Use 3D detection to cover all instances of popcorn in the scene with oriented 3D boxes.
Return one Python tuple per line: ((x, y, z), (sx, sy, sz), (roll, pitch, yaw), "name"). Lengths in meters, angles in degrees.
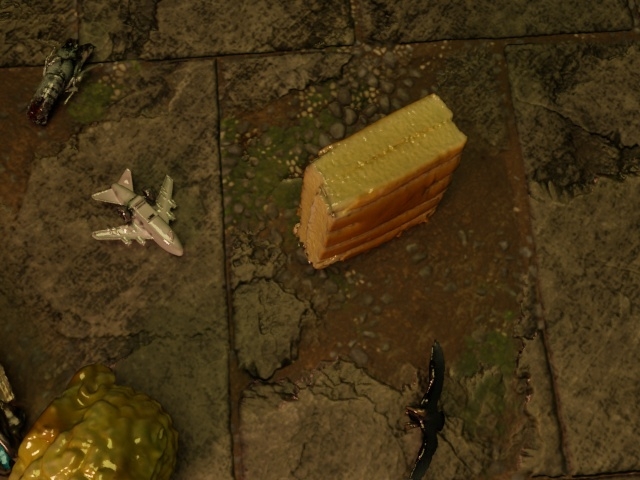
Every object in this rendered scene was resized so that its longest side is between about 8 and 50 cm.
((-0.319, 0.302, 1.197), (0.237, 0.206, 0.251), (-28, 62, 6), "popcorn")

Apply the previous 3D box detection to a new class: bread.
((0.079, -0.074, 1.287), (0.246, 0.239, 0.111), (-27, 69, -19), "bread")

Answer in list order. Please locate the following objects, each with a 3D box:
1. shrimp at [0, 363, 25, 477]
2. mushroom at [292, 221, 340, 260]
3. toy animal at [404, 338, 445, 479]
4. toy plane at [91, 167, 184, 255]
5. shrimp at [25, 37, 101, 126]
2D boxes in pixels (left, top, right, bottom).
((-0.607, 0.192, 1.277), (0.446, 0.110, 0.221), (38, 81, 14), "shrimp")
((0.000, 0.000, 1.386), (0.101, 0.019, 0.049), (32, 76, 9), "mushroom")
((0.156, 0.260, 1.261), (0.062, 0.108, 0.220), (10, 70, 8), "toy animal")
((-0.283, -0.038, 1.373), (0.171, 0.065, 0.162), (40, 65, 16), "toy plane")
((-0.436, -0.273, 1.441), (0.082, 0.076, 0.174), (30, 73, -15), "shrimp")
